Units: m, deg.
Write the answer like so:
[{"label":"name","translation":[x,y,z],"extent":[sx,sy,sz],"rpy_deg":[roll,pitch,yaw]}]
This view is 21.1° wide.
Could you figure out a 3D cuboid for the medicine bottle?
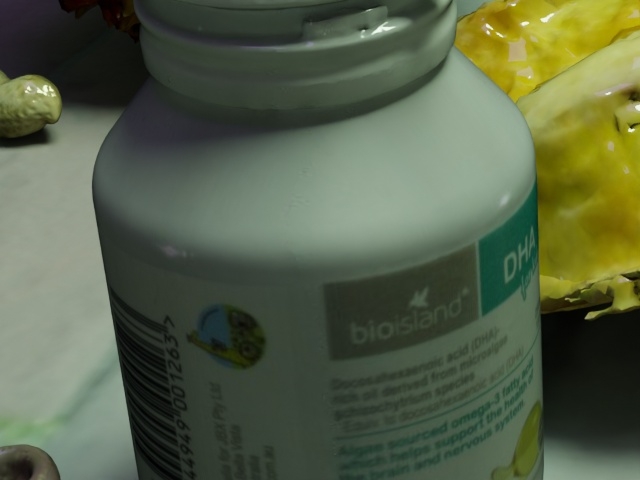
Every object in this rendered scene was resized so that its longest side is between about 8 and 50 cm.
[{"label":"medicine bottle","translation":[0.000,0.000,0.532],"extent":[0.135,0.215,0.135],"rpy_deg":[-4,28,2]}]

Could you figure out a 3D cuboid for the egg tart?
[{"label":"egg tart","translation":[0.131,-0.065,0.680],"extent":[0.297,0.132,0.297],"rpy_deg":[-24,16,7]}]

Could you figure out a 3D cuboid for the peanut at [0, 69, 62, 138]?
[{"label":"peanut","translation":[-0.166,-0.071,0.892],"extent":[0.083,0.037,0.037],"rpy_deg":[10,31,29]}]

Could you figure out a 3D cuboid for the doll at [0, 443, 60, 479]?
[{"label":"doll","translation":[-0.191,0.114,0.458],"extent":[0.257,0.117,0.182],"rpy_deg":[-16,31,-17]}]

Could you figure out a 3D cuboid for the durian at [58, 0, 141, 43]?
[{"label":"durian","translation":[-0.052,-0.271,0.916],"extent":[0.348,0.347,0.384],"rpy_deg":[-16,72,-20]}]
